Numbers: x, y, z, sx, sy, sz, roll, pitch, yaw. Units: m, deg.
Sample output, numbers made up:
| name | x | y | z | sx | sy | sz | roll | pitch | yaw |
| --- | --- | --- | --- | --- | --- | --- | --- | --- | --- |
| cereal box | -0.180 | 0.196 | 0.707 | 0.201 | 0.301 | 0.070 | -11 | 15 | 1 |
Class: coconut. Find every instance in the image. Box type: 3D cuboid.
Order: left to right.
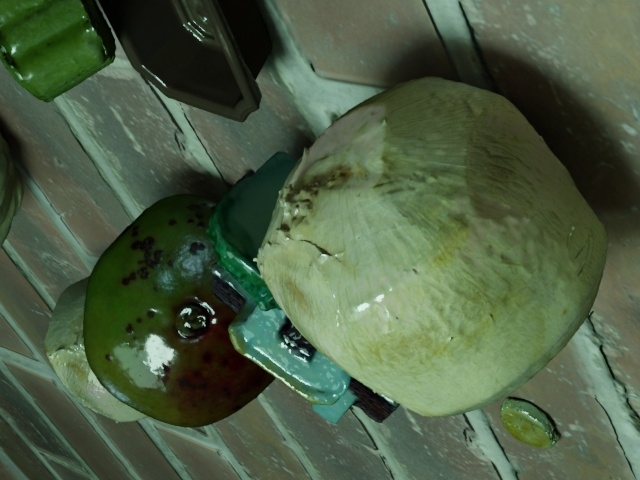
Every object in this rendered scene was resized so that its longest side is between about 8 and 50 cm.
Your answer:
| name | x | y | z | sx | sy | sz | roll | pitch | yaw |
| --- | --- | --- | --- | --- | --- | --- | --- | --- | --- |
| coconut | -0.304 | 0.150 | 2.203 | 0.227 | 0.227 | 0.230 | 22 | 152 | 32 |
| coconut | 0.091 | -0.006 | 1.326 | 0.297 | 0.297 | 0.254 | 1 | 138 | 53 |

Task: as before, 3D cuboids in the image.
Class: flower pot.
| name | x | y | z | sx | sy | sz | roll | pitch | yaw |
| --- | --- | --- | --- | --- | --- | --- | --- | --- | --- |
| flower pot | -0.134 | -0.243 | 1.459 | 0.178 | 0.084 | 0.251 | 21 | 151 | 32 |

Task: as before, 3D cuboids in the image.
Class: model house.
| name | x | y | z | sx | sy | sz | roll | pitch | yaw |
| --- | --- | --- | --- | --- | --- | --- | --- | --- | --- |
| model house | -0.016 | 0.084 | 1.614 | 0.280 | 0.230 | 0.249 | 38 | 132 | 5 |

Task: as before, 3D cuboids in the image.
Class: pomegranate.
| name | x | y | z | sx | sy | sz | roll | pitch | yaw |
| --- | --- | --- | --- | --- | --- | --- | --- | --- | --- |
| pomegranate | -0.175 | 0.071 | 1.861 | 0.291 | 0.290 | 0.323 | 53 | -178 | -29 |

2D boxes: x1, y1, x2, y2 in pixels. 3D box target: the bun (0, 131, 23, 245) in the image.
| name | x | y | z | sx | sy | sz | roll | pitch | yaw |
| --- | --- | --- | --- | --- | --- | --- | --- | --- | --- |
| bun | -0.573 | -0.118 | 2.127 | 0.359 | 0.211 | 0.360 | 39 | 166 | 12 |

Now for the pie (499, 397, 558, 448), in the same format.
| name | x | y | z | sx | sy | sz | roll | pitch | yaw |
| --- | --- | --- | --- | --- | --- | --- | --- | --- | --- |
| pie | 0.256 | 0.226 | 1.805 | 0.084 | 0.020 | 0.084 | 30 | 152 | 18 |

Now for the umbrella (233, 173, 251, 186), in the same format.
| name | x | y | z | sx | sy | sz | roll | pitch | yaw |
| --- | --- | --- | --- | --- | --- | --- | --- | --- | --- |
| umbrella | -0.001 | 0.002 | 1.729 | 0.250 | 0.053 | 0.052 | 31 | 153 | 13 |

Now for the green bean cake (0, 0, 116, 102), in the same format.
| name | x | y | z | sx | sy | sz | roll | pitch | yaw |
| --- | --- | --- | --- | --- | --- | --- | --- | --- | --- |
| green bean cake | -0.297 | -0.256 | 1.512 | 0.214 | 0.113 | 0.200 | 63 | 179 | -8 |
